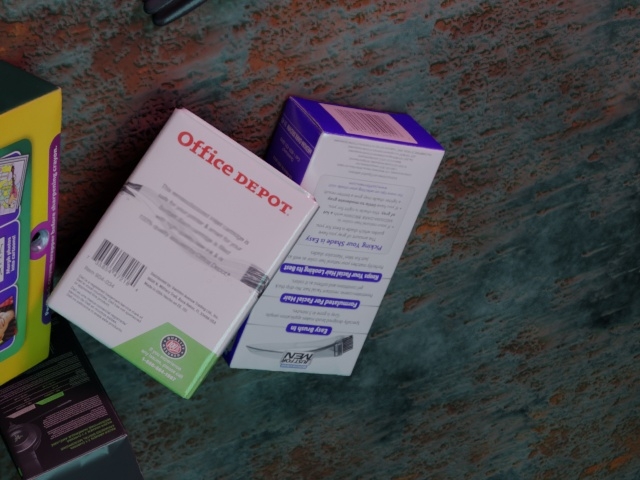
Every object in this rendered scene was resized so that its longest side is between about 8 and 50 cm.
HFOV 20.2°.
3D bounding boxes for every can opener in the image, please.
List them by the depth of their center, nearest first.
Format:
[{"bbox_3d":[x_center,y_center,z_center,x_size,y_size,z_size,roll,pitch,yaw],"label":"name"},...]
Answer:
[{"bbox_3d":[-0.114,-0.298,2.011,0.186,0.073,0.059,-25,138,1],"label":"can opener"}]

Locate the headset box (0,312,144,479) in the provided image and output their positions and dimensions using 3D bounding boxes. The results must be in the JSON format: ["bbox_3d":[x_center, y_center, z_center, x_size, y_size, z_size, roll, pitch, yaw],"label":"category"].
[{"bbox_3d":[-0.293,0.272,2.152,0.131,0.283,0.246,-24,130,-12],"label":"headset box"}]

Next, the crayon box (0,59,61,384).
[{"bbox_3d":[-0.428,0.024,1.943,0.313,0.106,0.363,-30,138,-47],"label":"crayon box"}]

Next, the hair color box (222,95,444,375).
[{"bbox_3d":[0.000,0.000,2.239,0.185,0.110,0.339,7,116,-32],"label":"hair color box"}]

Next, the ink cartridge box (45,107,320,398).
[{"bbox_3d":[-0.153,0.014,2.069,0.198,0.115,0.273,34,90,2],"label":"ink cartridge box"}]
